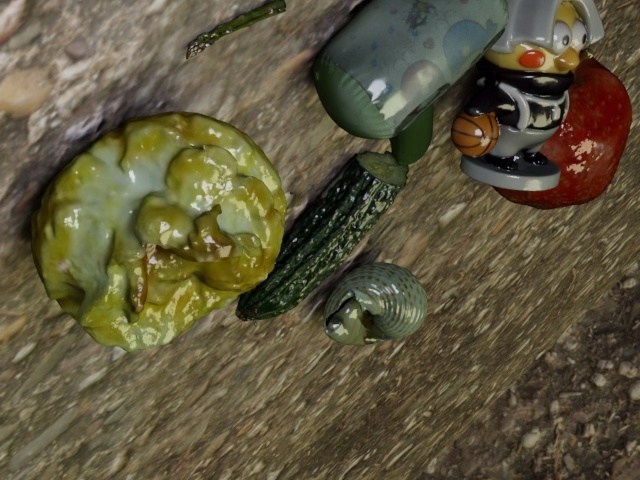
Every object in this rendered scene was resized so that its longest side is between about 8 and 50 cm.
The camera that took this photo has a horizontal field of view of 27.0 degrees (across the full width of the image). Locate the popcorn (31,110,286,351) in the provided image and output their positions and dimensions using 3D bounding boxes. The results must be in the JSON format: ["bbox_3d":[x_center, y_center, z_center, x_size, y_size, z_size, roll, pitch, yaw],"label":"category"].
[{"bbox_3d":[-0.137,-0.010,1.155,0.221,0.183,0.204,-36,148,12],"label":"popcorn"}]

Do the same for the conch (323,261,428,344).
[{"bbox_3d":[0.070,0.086,1.828,0.153,0.102,0.135,26,121,-33],"label":"conch"}]

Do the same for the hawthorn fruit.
[{"bbox_3d":[0.296,-0.158,1.686,0.205,0.205,0.253,-34,150,-28],"label":"hawthorn fruit"}]

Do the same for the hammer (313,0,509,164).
[{"bbox_3d":[0.094,-0.161,1.424,0.206,0.119,0.335,-42,166,-9],"label":"hammer"}]

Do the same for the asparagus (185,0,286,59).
[{"bbox_3d":[-0.074,-0.187,1.167,0.114,0.015,0.014,-30,-171,-31],"label":"asparagus"}]

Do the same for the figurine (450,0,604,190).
[{"bbox_3d":[0.225,-0.184,1.514,0.176,0.133,0.236,-13,118,-47],"label":"figurine"}]

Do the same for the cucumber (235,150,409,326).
[{"bbox_3d":[0.001,0.001,1.579,0.265,0.077,0.077,-50,159,12],"label":"cucumber"}]
